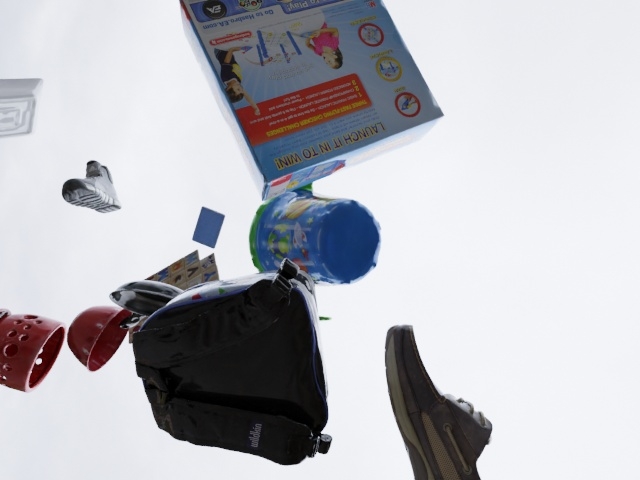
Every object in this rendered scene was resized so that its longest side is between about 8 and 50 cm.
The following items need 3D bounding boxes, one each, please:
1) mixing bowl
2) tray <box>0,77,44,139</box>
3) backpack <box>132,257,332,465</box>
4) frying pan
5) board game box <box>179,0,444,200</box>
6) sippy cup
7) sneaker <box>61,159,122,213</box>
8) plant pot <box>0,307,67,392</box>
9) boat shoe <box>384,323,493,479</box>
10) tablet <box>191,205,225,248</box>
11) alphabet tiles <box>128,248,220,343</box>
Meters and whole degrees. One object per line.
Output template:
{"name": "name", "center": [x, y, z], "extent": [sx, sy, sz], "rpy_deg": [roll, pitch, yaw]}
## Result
{"name": "mixing bowl", "center": [-0.590, 0.239, 1.112], "extent": [0.098, 0.181, 0.181], "rpy_deg": [25, -79, 1]}
{"name": "tray", "center": [-0.652, -0.230, 0.794], "extent": [0.030, 0.270, 0.145], "rpy_deg": [43, -56, 7]}
{"name": "backpack", "center": [-0.127, 0.168, 0.640], "extent": [0.263, 0.213, 0.277], "rpy_deg": [-8, -86, 1]}
{"name": "frying pan", "center": [-0.381, 0.164, 0.998], "extent": [0.326, 0.197, 0.053], "rpy_deg": [127, -25, -60]}
{"name": "board game box", "center": [-0.012, -0.258, 0.665], "extent": [0.302, 0.308, 0.086], "rpy_deg": [65, -17, 7]}
{"name": "sippy cup", "center": [0.000, 0.000, 0.892], "extent": [0.224, 0.240, 0.306], "rpy_deg": [1, -58, 55]}
{"name": "sneaker", "center": [-0.606, -0.156, 1.108], "extent": [0.086, 0.229, 0.132], "rpy_deg": [-14, -98, -5]}
{"name": "plant pot", "center": [-0.798, 0.281, 1.110], "extent": [0.191, 0.174, 0.191], "rpy_deg": [-161, -90, -81]}
{"name": "boat shoe", "center": [0.188, 0.295, 0.634], "extent": [0.130, 0.132, 0.355], "rpy_deg": [-16, -110, 7]}
{"name": "tablet", "center": [-0.238, -0.027, 0.901], "extent": [0.054, 0.006, 0.083], "rpy_deg": [22, -72, -3]}
{"name": "alphabet tiles", "center": [-0.469, 0.180, 1.349], "extent": [0.342, 0.011, 0.285], "rpy_deg": [-29, -132, 6]}
